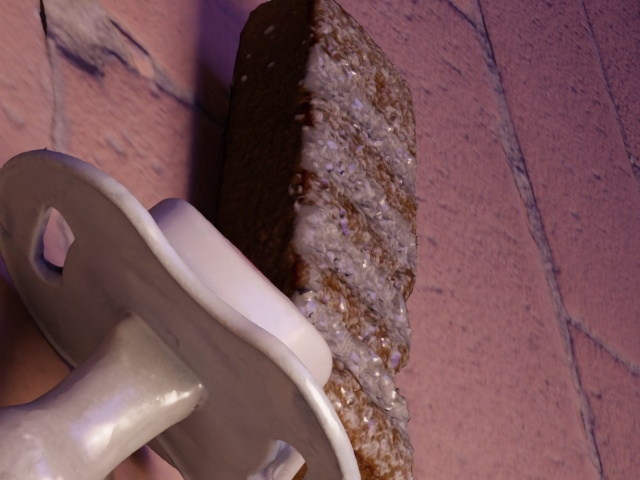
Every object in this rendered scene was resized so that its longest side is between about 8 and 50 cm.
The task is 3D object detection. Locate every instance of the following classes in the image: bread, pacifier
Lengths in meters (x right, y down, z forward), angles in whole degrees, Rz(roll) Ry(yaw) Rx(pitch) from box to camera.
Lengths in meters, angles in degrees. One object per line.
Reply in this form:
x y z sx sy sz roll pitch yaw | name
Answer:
0.000 0.000 1.305 0.165 0.113 0.416 48 33 -39 | bread
-0.120 0.093 0.979 0.226 0.238 0.287 -37 81 -33 | pacifier

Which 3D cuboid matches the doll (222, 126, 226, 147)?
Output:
-0.046 -0.079 1.437 0.125 0.027 0.037 2 64 -66 | doll
